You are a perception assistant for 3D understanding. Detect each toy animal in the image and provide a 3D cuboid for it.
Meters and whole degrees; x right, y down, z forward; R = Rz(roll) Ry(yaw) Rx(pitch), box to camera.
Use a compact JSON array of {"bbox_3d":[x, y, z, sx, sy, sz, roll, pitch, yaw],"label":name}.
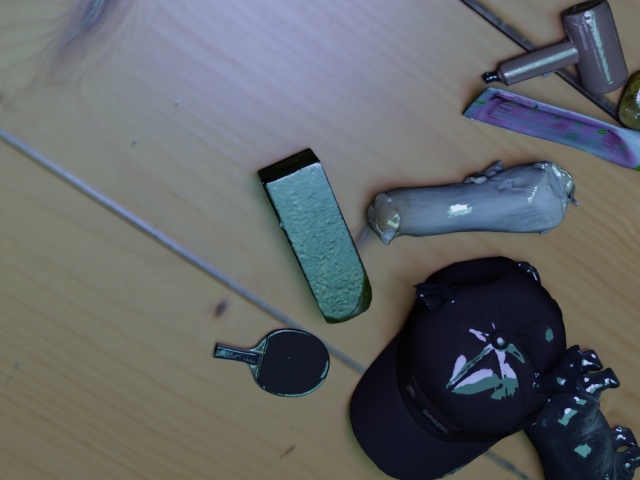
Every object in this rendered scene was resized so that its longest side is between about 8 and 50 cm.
[{"bbox_3d":[0.372,0.327,1.832,0.168,0.106,0.343,-13,109,-6],"label":"toy animal"}]

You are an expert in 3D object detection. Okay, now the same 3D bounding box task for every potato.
[{"bbox_3d":[0.423,-0.186,1.745,0.051,0.040,0.083,13,101,-11],"label":"potato"}]

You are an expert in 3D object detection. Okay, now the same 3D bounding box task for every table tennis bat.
[{"bbox_3d":[-0.064,0.160,1.766,0.158,0.014,0.095,11,103,-13],"label":"table tennis bat"}]

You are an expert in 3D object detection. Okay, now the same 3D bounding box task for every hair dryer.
[{"bbox_3d":[0.299,-0.231,1.711,0.182,0.064,0.117,-18,107,4],"label":"hair dryer"}]

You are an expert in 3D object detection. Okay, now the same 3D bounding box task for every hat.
[{"bbox_3d":[0.179,0.169,1.685,0.238,0.209,0.336,44,91,7],"label":"hat"}]

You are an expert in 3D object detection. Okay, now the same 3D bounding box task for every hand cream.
[{"bbox_3d":[0.325,-0.143,1.725,0.275,0.050,0.079,16,130,-13],"label":"hand cream"}]

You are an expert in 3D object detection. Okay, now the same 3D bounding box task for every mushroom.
[{"bbox_3d":[0.198,-0.045,1.718,0.278,0.096,0.099,-7,103,-3],"label":"mushroom"}]

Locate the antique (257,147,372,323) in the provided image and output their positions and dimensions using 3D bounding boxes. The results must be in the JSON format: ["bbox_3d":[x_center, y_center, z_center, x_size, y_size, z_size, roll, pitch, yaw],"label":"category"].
[{"bbox_3d":[0.000,0.000,1.704,0.080,0.081,0.220,-24,107,-1],"label":"antique"}]
